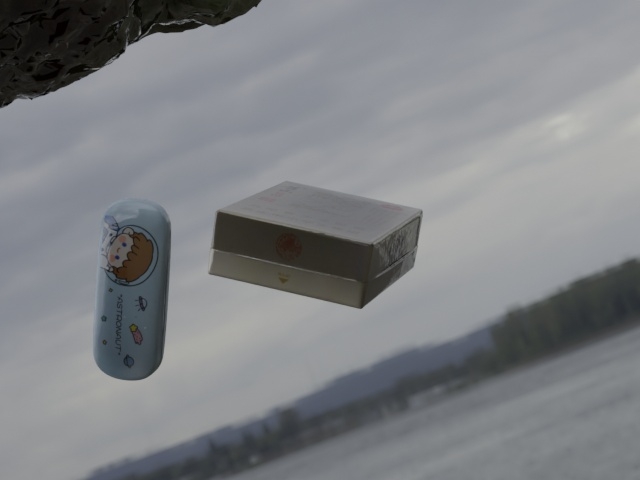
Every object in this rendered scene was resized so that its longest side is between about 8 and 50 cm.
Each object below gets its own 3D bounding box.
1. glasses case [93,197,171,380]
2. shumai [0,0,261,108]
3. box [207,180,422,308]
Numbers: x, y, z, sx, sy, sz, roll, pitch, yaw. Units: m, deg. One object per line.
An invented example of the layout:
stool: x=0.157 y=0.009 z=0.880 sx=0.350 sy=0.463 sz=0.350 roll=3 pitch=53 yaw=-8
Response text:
glasses case: x=-0.182 y=0.048 z=1.758 sx=0.067 sy=0.178 sz=0.045 roll=6 pitch=10 yaw=10
shumai: x=-0.115 y=-0.262 z=1.170 sx=0.348 sy=0.395 sz=0.395 roll=-2 pitch=-13 yaw=-19
box: x=0.000 y=0.000 z=1.554 sx=0.141 sy=0.058 sz=0.201 roll=12 pitch=13 yaw=12
